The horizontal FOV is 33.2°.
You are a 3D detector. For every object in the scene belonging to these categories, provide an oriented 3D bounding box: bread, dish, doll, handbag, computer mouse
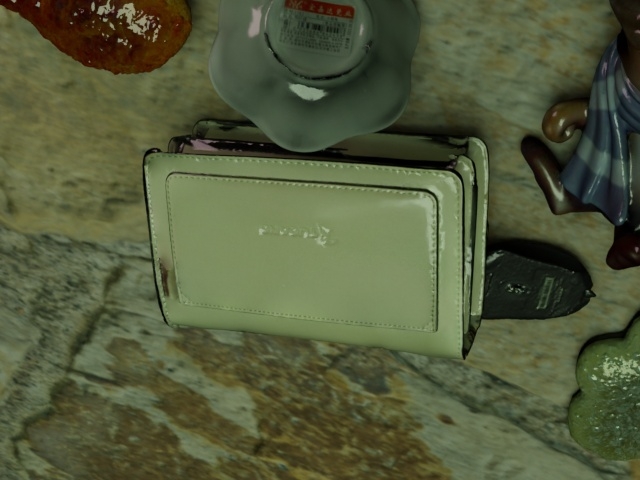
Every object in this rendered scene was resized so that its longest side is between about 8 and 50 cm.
[{"bbox_3d":[0.428,0.171,1.301,0.286,0.056,0.207,-18,116,19],"label":"bread"},{"bbox_3d":[-0.003,-0.206,1.084,0.229,0.081,0.229,0,83,-2],"label":"dish"},{"bbox_3d":[0.344,-0.117,1.043,0.318,0.209,0.340,25,141,24],"label":"doll"},{"bbox_3d":[-0.266,-0.269,1.162,0.268,0.095,0.139,27,114,-1],"label":"bread"},{"bbox_3d":[0.000,0.000,1.200,0.358,0.160,0.237,5,109,17],"label":"handbag"},{"bbox_3d":[0.238,0.046,1.267,0.172,0.057,0.099,8,118,-4],"label":"computer mouse"}]
